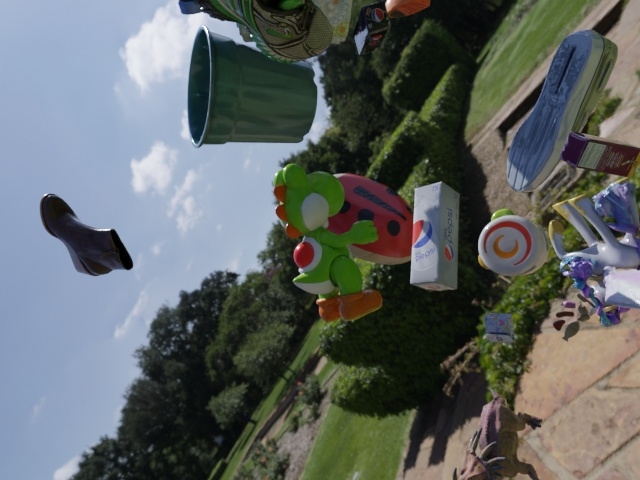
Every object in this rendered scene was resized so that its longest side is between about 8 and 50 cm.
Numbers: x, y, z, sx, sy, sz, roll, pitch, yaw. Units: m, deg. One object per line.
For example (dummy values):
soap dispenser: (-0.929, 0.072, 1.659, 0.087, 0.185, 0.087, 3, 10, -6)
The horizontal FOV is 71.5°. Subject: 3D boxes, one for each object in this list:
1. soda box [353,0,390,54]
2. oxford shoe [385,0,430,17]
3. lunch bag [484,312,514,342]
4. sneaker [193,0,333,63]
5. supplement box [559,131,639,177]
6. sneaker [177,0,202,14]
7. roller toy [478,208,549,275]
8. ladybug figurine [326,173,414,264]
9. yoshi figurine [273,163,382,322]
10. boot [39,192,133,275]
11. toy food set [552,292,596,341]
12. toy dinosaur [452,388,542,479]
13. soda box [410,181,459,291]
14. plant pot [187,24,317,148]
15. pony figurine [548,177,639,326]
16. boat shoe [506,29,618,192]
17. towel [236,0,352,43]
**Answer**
soda box: (0.118, -0.495, 1.046, 0.053, 0.060, 0.169, -16, 7, -1)
oxford shoe: (0.318, -0.728, 1.186, 0.364, 0.132, 0.130, -2, 9, 43)
lunch bag: (0.518, 0.256, 1.284, 0.071, 0.083, 0.053, -4, 13, 38)
sneaker: (-0.068, -0.409, 0.795, 0.343, 0.146, 0.134, -8, -72, -59)
supplement box: (0.398, -0.122, 0.632, 0.055, 0.083, 0.043, -84, 5, -64)
sneaker: (-0.233, -0.605, 1.018, 0.232, 0.081, 0.090, -34, -41, -12)
roller toy: (0.622, 0.022, 1.431, 0.146, 0.191, 0.209, 7, -71, -51)
ladybug figurine: (0.157, -0.091, 1.498, 0.305, 0.449, 0.162, -43, -27, -34)
yoshi figurine: (0.024, -0.011, 1.012, 0.203, 0.362, 0.203, -22, 3, 8)
boot: (-0.612, -0.022, 1.176, 0.207, 0.248, 0.090, -8, 23, 28)
toy food set: (0.676, 0.204, 1.203, 0.122, 0.078, 0.019, -49, -16, 7)
toy dinosaur: (0.388, 0.436, 0.982, 0.127, 0.200, 0.295, -37, 25, 44)
soda box: (0.317, -0.010, 1.227, 0.091, 0.098, 0.286, -12, 65, 45)
plant pot: (-0.208, -0.439, 1.359, 0.341, 0.334, 0.341, -3, 87, 64)
pony figurine: (0.762, 0.040, 1.116, 0.303, 0.363, 0.351, -19, -7, -21)
boat shoe: (0.451, -0.224, 0.828, 0.109, 0.094, 0.302, -114, 32, -51)
towel: (-0.068, -0.713, 1.174, 0.090, 0.320, 0.374, -102, 13, -44)
